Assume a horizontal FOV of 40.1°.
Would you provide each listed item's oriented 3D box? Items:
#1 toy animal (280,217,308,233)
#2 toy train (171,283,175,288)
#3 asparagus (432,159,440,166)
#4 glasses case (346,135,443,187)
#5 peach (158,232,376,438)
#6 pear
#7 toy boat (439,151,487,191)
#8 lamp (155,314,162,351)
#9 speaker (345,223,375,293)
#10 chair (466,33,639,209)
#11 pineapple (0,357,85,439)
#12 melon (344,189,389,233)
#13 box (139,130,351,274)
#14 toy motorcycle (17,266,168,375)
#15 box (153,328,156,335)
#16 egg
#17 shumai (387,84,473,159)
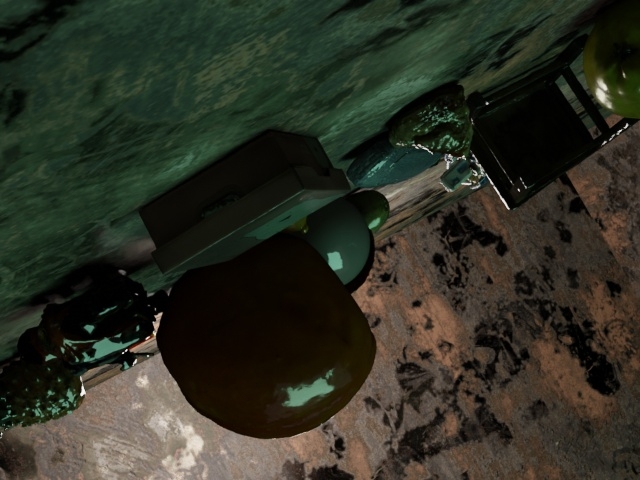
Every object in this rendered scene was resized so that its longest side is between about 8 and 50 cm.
[{"bbox_3d":[-0.083,-0.044,1.300,0.070,0.083,0.159,-39,161,26],"label":"toy animal"},{"bbox_3d":[-0.266,0.089,1.833,0.083,0.033,0.053,-24,178,-40],"label":"toy train"},{"bbox_3d":[0.197,-0.154,1.915,0.165,0.030,0.036,-26,-176,-30],"label":"asparagus"},{"bbox_3d":[0.140,-0.143,1.515,0.109,0.067,0.282,-42,166,29],"label":"glasses case"},{"bbox_3d":[-0.091,0.158,1.384,0.302,0.342,0.343,-36,176,-7],"label":"peach"},{"bbox_3d":[0.525,-0.290,1.359,0.269,0.212,0.212,-14,167,-43],"label":"pear"},{"bbox_3d":[0.322,-0.160,2.004,0.115,0.114,0.262,-42,177,7],"label":"toy boat"},{"bbox_3d":[-0.250,0.191,1.931,0.250,0.284,0.250,-31,136,-35],"label":"lamp"},{"bbox_3d":[-0.061,0.056,1.842,0.259,0.198,0.329,-40,-172,-20],"label":"speaker"},{"bbox_3d":[0.395,-0.194,1.678,0.241,0.203,0.416,-32,173,-5],"label":"chair"},{"bbox_3d":[-0.603,0.300,1.636,0.310,0.141,0.170,-17,175,-28],"label":"pineapple"},{"bbox_3d":[0.079,-0.051,1.920,0.162,0.099,0.099,-29,175,32],"label":"melon"},{"bbox_3d":[-0.094,-0.049,1.118,0.215,0.086,0.215,-30,174,16],"label":"box"},{"bbox_3d":[-0.338,0.136,1.379,0.207,0.134,0.401,-28,173,3],"label":"toy motorcycle"},{"bbox_3d":[-0.433,0.198,1.838,0.153,0.074,0.240,-31,174,-9],"label":"box"},{"bbox_3d":[0.000,0.000,1.582,0.176,0.176,0.232,-29,163,5],"label":"egg"},{"bbox_3d":[0.176,-0.174,1.331,0.123,0.105,0.139,-23,144,-34],"label":"shumai"}]
